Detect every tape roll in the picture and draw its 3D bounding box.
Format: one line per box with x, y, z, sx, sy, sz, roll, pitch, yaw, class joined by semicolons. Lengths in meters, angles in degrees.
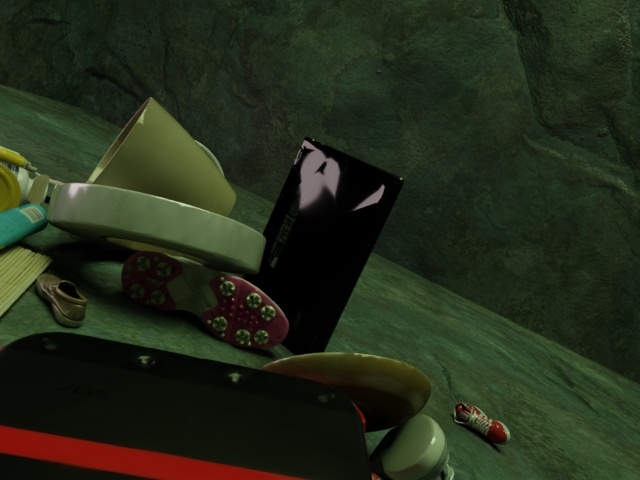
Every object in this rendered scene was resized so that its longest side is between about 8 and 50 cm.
-0.299;-0.012;1.017;0.393;0.071;0.392;12;-9;2;tape roll

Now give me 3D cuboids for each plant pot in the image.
0.025;0.206;0.693;0.237;0.236;0.032;21;50;-24;plant pot
-0.335;-0.128;1.197;0.274;0.256;0.256;37;3;-25;plant pot

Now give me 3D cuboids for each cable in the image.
-0.763;-0.210;1.149;0.140;0.072;0.287;10;-17;27;cable

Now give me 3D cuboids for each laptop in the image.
0.000;0.000;1.165;0.408;0.381;0.236;31;11;39;laptop

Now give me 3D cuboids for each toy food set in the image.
-0.615;-0.081;0.955;0.218;0.128;0.071;15;-20;-38;toy food set

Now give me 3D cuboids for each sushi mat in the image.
-0.491;0.047;0.750;0.152;0.019;0.316;23;8;-17;sushi mat

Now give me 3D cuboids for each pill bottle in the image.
-0.632;-0.109;1.051;0.170;0.094;0.094;18;11;-36;pill bottle

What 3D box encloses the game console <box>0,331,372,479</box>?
-0.138;0.200;0.444;0.387;0.060;0.342;12;18;-5;game console

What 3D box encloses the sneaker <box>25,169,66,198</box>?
-0.647;-0.124;1.280;0.135;0.050;0.070;20;-5;10;sneaker

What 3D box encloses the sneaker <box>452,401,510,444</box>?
0.301;0.347;1.028;0.067;0.042;0.118;25;0;-27;sneaker

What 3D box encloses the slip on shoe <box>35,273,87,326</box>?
-0.378;0.077;0.792;0.052;0.041;0.135;20;9;-43;slip on shoe

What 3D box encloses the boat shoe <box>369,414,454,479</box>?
0.118;0.267;0.643;0.081;0.079;0.227;37;-22;8;boat shoe

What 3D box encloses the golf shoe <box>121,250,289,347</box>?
-0.195;0.095;0.977;0.307;0.115;0.140;25;5;-1;golf shoe

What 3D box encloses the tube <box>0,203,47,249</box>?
-0.514;-0.017;0.862;0.080;0.052;0.207;21;13;-3;tube

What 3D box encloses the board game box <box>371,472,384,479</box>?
-0.014;0.267;0.587;0.194;0.060;0.194;20;9;-33;board game box

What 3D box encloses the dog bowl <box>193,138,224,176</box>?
-0.370;-0.133;1.351;0.265;0.264;0.104;23;5;-11;dog bowl
